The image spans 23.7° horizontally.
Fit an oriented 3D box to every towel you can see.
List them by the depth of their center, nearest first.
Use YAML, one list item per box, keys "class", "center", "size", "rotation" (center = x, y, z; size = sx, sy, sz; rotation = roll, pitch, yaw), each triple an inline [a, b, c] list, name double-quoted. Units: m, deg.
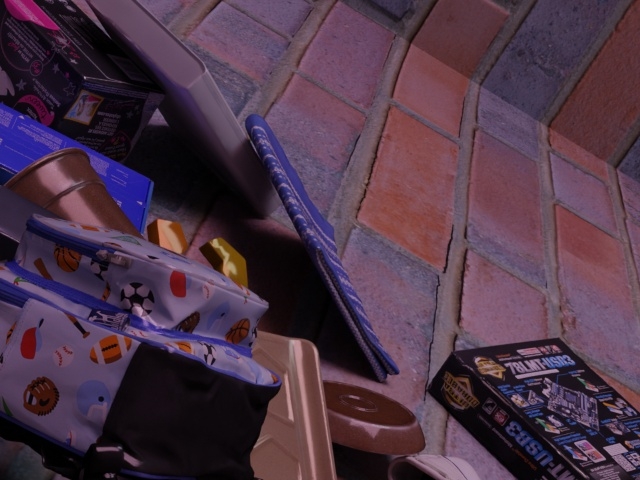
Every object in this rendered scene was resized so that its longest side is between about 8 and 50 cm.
- class: "towel"
  center: [0.000, 0.000, 1.930]
  size: [0.243, 0.040, 0.336]
  rotation: [60, 2, -37]

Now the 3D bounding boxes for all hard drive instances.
- class: "hard drive"
  center: [-0.178, -0.187, 2.016]
  size: [0.233, 0.047, 0.353]
  rotation: [44, -7, 28]

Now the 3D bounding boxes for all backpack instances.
- class: "backpack"
  center: [-0.184, 0.092, 1.215]
  size: [0.263, 0.213, 0.276]
  rotation: [11, -11, 22]

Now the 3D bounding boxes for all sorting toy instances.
- class: "sorting toy"
  center: [-0.095, 0.137, 1.488]
  size: [0.229, 0.041, 0.307]
  rotation: [13, 57, -39]

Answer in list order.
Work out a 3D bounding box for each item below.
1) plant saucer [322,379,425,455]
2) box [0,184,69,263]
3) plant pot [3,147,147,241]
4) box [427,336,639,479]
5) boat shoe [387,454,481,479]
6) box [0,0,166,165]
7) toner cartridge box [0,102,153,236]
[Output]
- class: "plant saucer"
  center: [0.037, 0.189, 1.669]
  size: [0.168, 0.029, 0.168]
  rotation: [14, 10, -3]
- class: "box"
  center: [-0.268, 0.062, 1.403]
  size: [0.156, 0.158, 0.093]
  rotation: [29, 20, -10]
- class: "plant pot"
  center: [-0.247, 0.023, 1.546]
  size: [0.165, 0.167, 0.167]
  rotation: [46, 23, 12]
- class: "box"
  center: [0.325, 0.248, 1.961]
  size: [0.293, 0.073, 0.295]
  rotation: [42, 23, 27]
- class: "boat shoe"
  center: [0.151, 0.304, 1.551]
  size: [0.088, 0.096, 0.267]
  rotation: [14, 26, -32]
- class: "box"
  center: [-0.347, -0.209, 1.934]
  size: [0.247, 0.142, 0.163]
  rotation: [45, 21, 27]
- class: "toner cartridge box"
  center: [-0.364, -0.087, 1.726]
  size: [0.348, 0.075, 0.165]
  rotation: [27, 22, -12]
